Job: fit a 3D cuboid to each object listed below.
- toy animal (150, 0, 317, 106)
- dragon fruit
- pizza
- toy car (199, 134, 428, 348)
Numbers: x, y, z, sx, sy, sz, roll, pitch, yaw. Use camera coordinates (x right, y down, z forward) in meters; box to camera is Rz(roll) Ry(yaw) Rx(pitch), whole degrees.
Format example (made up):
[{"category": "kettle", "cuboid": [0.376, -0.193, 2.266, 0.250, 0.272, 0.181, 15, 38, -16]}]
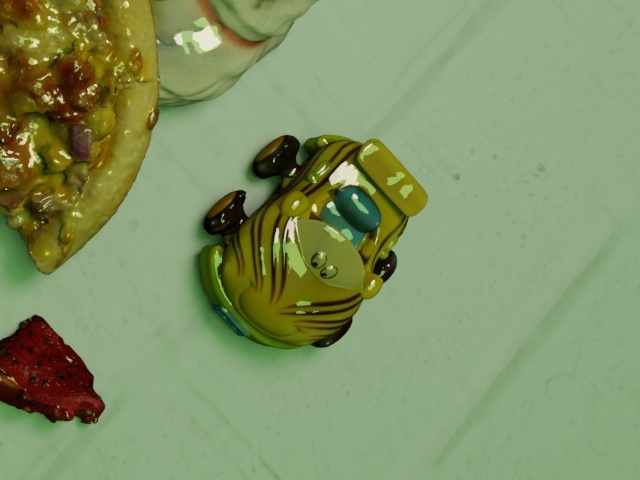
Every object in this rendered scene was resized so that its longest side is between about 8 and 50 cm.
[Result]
[{"category": "toy animal", "cuboid": [-0.147, -0.246, 1.263, 0.308, 0.188, 0.266, 27, 88, -28]}, {"category": "dragon fruit", "cuboid": [-0.269, 0.145, 1.263, 0.097, 0.063, 0.131, -46, 109, -18]}, {"category": "pizza", "cuboid": [-0.283, -0.164, 1.179, 0.277, 0.114, 0.409, 6, 109, -8]}, {"category": "toy car", "cuboid": [0.000, 0.000, 1.349, 0.200, 0.142, 0.248, 45, 71, -18]}]
